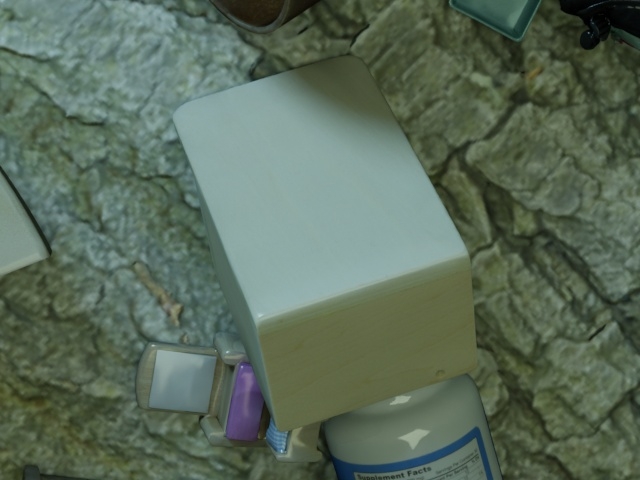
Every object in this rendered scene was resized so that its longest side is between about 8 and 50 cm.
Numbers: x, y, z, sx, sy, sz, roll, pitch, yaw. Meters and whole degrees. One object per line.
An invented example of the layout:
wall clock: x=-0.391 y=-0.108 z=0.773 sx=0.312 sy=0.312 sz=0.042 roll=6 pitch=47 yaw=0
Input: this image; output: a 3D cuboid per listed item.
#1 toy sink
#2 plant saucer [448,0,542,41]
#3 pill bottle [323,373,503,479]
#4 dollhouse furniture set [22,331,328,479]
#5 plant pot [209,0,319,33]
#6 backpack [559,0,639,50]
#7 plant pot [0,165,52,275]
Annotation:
toy sink: x=0.000 y=0.000 z=1.260 sx=0.153 sy=0.234 sz=0.131 roll=-18 pitch=136 yaw=-9
plant saucer: x=0.165 y=-0.248 z=1.309 sx=0.067 sy=0.018 sz=0.192 roll=25 pitch=96 yaw=-17
pill bottle: x=0.073 y=0.169 z=1.334 sx=0.124 sy=0.124 sz=0.221 roll=-18 pitch=106 yaw=-8
dollhouse furniture set: x=-0.102 y=0.237 z=1.218 sx=0.198 sy=0.303 sz=0.286 roll=7 pitch=101 yaw=-15
plant pot: x=0.016 y=-0.285 z=1.188 sx=0.230 sy=0.215 sz=0.215 roll=-28 pitch=108 yaw=-20
backpack: x=0.285 y=-0.195 z=1.294 sx=0.182 sy=0.115 sz=0.152 roll=25 pitch=117 yaw=-8
plant pot: x=-0.258 y=-0.015 z=1.231 sx=0.109 sy=0.109 sz=0.096 roll=-21 pitch=94 yaw=-7
